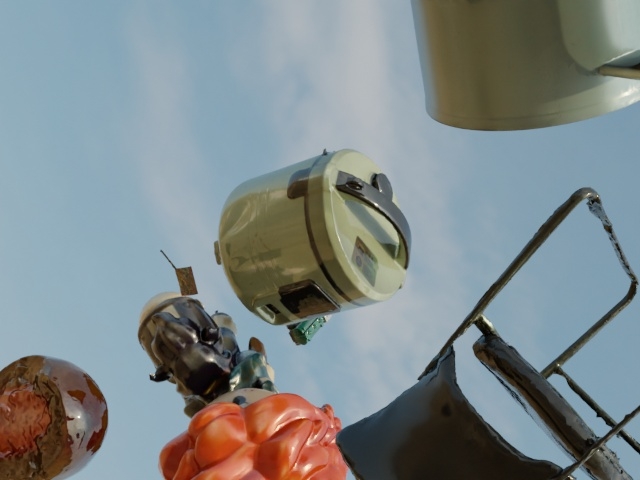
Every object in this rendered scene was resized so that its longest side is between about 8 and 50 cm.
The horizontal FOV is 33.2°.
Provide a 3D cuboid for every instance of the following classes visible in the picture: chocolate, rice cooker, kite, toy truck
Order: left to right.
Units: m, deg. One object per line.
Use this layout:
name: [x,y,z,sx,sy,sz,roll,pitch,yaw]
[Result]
chocolate: [-0.253,0.168,0.982,0.133,0.127,0.124,14,-65,42]
kite: [-0.172,0.036,1.319,0.044,0.002,0.078,-39,-107,45]
toy truck: [-0.016,0.120,1.573,0.044,0.083,0.039,-10,-65,38]
rice cooker: [0.000,0.000,1.446,0.244,0.226,0.226,-18,-75,28]

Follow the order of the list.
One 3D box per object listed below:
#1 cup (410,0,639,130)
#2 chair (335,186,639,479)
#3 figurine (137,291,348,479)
cup: [0.212,-0.290,1.087,0.256,0.331,0.311,-12,-67,2]
chair: [0.140,0.107,0.645,0.140,0.221,0.145,48,0,41]
figurine: [-0.105,0.229,1.353,0.306,0.241,0.412,73,-9,-47]
